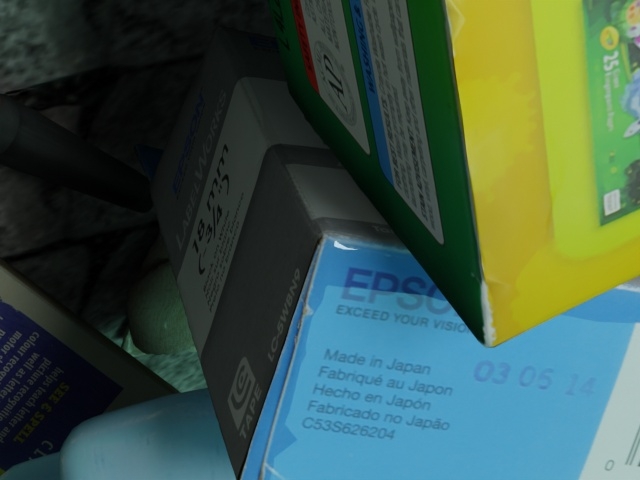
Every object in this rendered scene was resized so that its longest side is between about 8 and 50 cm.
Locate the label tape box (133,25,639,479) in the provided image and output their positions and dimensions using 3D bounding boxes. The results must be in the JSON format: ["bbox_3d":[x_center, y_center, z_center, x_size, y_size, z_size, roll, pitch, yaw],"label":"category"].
[{"bbox_3d":[0.062,-0.007,0.776,0.240,0.333,0.106,10,112,-17],"label":"label tape box"}]

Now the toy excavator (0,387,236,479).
[{"bbox_3d":[-0.105,0.158,0.751,0.433,0.222,0.445,-17,161,18],"label":"toy excavator"}]

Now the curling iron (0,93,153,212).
[{"bbox_3d":[-0.163,-0.048,0.790,0.068,0.035,0.274,-37,154,24],"label":"curling iron"}]

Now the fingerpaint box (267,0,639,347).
[{"bbox_3d":[0.145,-0.239,0.485,0.371,0.163,0.445,-25,136,-11],"label":"fingerpaint box"}]

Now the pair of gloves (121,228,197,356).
[{"bbox_3d":[0.000,0.000,1.050,0.240,0.042,0.204,-13,150,-31],"label":"pair of gloves"}]

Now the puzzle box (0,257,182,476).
[{"bbox_3d":[-0.251,0.193,0.912,0.409,0.052,0.272,-49,142,-4],"label":"puzzle box"}]
